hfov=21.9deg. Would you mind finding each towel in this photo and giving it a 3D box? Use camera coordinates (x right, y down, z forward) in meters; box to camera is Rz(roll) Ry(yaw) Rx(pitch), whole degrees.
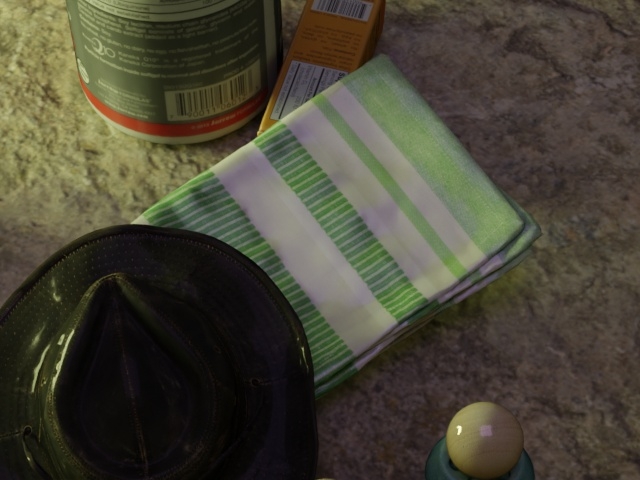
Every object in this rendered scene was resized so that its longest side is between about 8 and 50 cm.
[{"bbox_3d":[0.000,0.000,1.478,0.325,0.038,0.248,-34,69,-13],"label":"towel"}]

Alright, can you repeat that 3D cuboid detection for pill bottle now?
[{"bbox_3d":[-0.143,-0.280,1.553,0.210,0.363,0.210,0,51,0],"label":"pill bottle"}]

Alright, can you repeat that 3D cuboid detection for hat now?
[{"bbox_3d":[-0.155,0.119,1.338,0.331,0.134,0.331,-1,67,3],"label":"hat"}]

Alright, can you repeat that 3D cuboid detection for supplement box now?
[{"bbox_3d":[0.002,-0.160,1.638,0.080,0.078,0.233,15,54,8],"label":"supplement box"}]

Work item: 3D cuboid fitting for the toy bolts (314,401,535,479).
[{"bbox_3d":[0.092,0.234,1.269,0.228,0.158,0.218,-38,60,-25],"label":"toy bolts"}]
